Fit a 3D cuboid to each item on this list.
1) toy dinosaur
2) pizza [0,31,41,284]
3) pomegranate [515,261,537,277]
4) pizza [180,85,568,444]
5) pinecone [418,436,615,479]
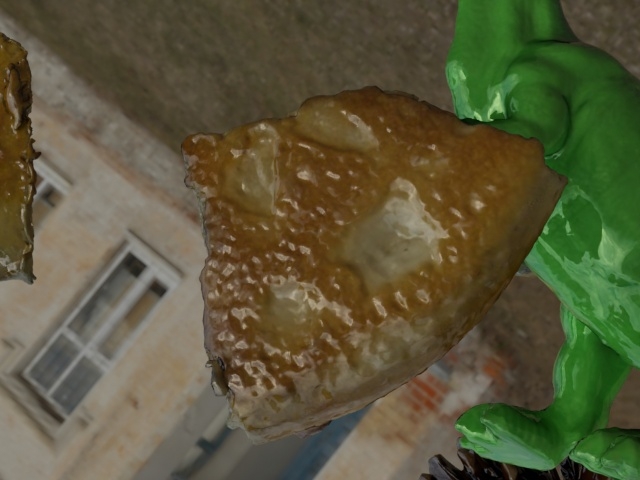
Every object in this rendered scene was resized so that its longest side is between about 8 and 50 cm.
[{"bbox_3d":[0.247,-0.016,0.660,0.500,0.374,0.144,13,162,-11],"label":"toy dinosaur"},{"bbox_3d":[-0.305,-0.089,0.856,0.297,0.189,0.071,38,165,9],"label":"pizza"},{"bbox_3d":[0.204,-0.074,1.095,0.182,0.224,0.181,14,170,3],"label":"pomegranate"},{"bbox_3d":[0.000,0.000,0.513,0.161,0.182,0.062,37,178,10],"label":"pizza"},{"bbox_3d":[0.197,0.298,1.123,0.264,0.264,0.264,39,176,3],"label":"pinecone"}]
